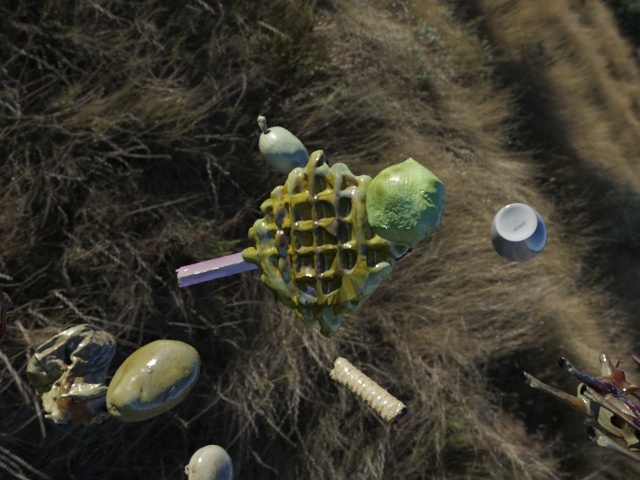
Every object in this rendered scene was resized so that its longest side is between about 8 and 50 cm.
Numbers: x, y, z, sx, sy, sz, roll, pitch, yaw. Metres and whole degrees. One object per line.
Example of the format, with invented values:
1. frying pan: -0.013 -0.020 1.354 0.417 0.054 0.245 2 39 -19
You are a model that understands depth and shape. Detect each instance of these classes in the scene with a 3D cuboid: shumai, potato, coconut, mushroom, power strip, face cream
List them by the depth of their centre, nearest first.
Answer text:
1. coconut: 0.094 -0.046 0.668 0.087 0.087 0.096 17 73 -50
2. mushroom: -0.181 0.365 0.948 0.085 0.079 0.085 31 54 -54
3. face cream: 0.324 -0.015 0.993 0.095 0.091 0.091 41 37 -62
4. potato: -0.386 0.323 1.403 0.160 0.178 0.235 50 52 1
5. shumai: -0.686 0.431 1.783 0.267 0.314 0.262 -28 65 -25
6. power strip: -0.317 0.085 1.904 0.109 0.278 0.038 -108 -176 -73

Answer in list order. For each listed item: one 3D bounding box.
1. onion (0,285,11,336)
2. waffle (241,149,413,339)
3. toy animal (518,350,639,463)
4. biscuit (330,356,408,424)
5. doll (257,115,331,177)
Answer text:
1. onion: -0.642 0.096 1.123 0.206 0.098 0.151 35 23 27
2. waffle: -0.002 0.000 0.822 0.204 0.223 0.054 47 21 19
3. toy animal: 0.388 0.221 0.786 0.260 0.087 0.243 24 23 -22
4. biscuit: 0.107 0.349 1.399 0.219 0.061 0.055 34 14 36
5. doll: -0.076 -0.209 1.600 0.275 0.113 0.155 38 9 -13
